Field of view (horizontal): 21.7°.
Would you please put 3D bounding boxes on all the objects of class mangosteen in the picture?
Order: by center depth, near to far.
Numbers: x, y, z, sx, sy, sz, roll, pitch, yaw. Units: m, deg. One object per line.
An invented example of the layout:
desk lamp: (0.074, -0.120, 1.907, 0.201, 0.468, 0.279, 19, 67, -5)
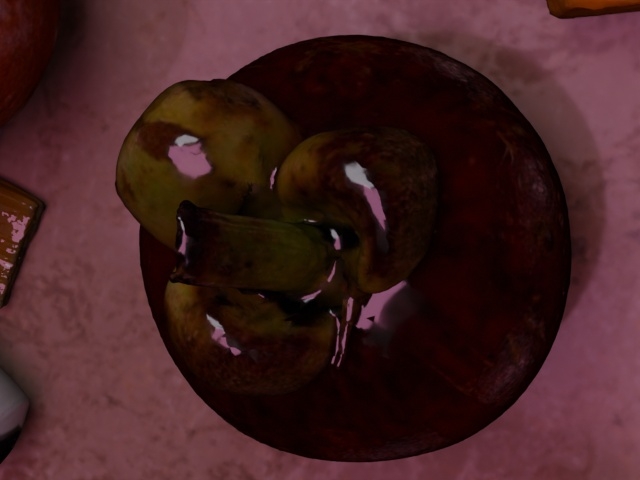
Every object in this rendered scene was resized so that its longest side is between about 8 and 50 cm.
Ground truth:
mangosteen: (0.000, 0.000, 0.794, 0.215, 0.257, 0.215, -5, 80, 30)

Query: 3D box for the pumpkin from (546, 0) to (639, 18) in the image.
pumpkin: (0.162, -0.235, 0.804, 0.290, 0.095, 0.258, 39, 101, 3)

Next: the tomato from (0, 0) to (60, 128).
tomato: (-0.239, -0.140, 0.874, 0.232, 0.188, 0.232, -1, 81, 8)

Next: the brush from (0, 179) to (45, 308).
brush: (-0.320, -0.064, 0.991, 0.336, 0.020, 0.085, 26, 104, 10)

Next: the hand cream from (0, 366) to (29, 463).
hand cream: (-0.298, 0.015, 0.969, 0.320, 0.067, 0.109, 43, 128, 5)
